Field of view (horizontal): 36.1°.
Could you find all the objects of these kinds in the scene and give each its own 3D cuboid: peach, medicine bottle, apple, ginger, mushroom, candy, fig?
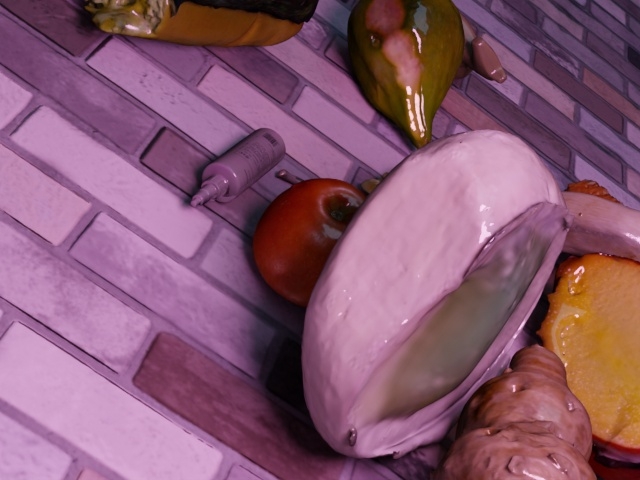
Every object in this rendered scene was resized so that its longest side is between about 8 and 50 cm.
[{"bbox_3d":[0.439,0.187,1.368,0.201,0.257,0.362,53,10,-47],"label":"peach"},{"bbox_3d":[-0.113,-0.087,1.270,0.057,0.058,0.199,42,38,0],"label":"medicine bottle"},{"bbox_3d":[0.000,0.000,1.216,0.163,0.139,0.163,25,41,-24],"label":"apple"},{"bbox_3d":[0.211,0.262,1.076,0.176,0.256,0.375,12,34,10],"label":"ginger"},{"bbox_3d":[0.402,-0.014,1.489,0.351,0.123,0.095,23,46,30],"label":"mushroom"},{"bbox_3d":[0.139,0.057,1.130,0.186,0.386,0.427,34,11,31],"label":"candy"},{"bbox_3d":[0.143,-0.271,1.599,0.206,0.206,0.275,-1,80,-42],"label":"fig"}]

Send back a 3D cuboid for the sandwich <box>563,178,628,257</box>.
[{"bbox_3d":[0.494,0.018,1.619,0.250,0.162,0.301,8,51,-42],"label":"sandwich"}]

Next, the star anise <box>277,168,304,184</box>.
[{"bbox_3d":[0.046,0.018,1.342,0.227,0.219,0.148,21,56,43],"label":"star anise"}]

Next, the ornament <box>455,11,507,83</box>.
[{"bbox_3d":[0.242,-0.353,1.746,0.245,0.061,0.230,52,-2,9],"label":"ornament"}]

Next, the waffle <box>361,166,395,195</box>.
[{"bbox_3d":[0.175,-0.027,1.467,0.207,0.054,0.214,-12,64,-43],"label":"waffle"}]

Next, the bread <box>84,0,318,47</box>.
[{"bbox_3d":[-0.170,-0.390,1.389,0.376,0.208,0.251,-12,56,-47],"label":"bread"}]
